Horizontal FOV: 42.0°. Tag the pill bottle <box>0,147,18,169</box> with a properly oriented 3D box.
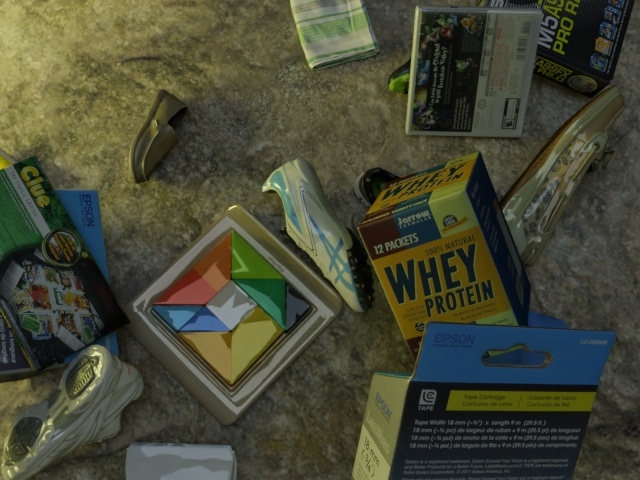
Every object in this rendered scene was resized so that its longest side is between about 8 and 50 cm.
[{"bbox_3d":[-0.448,-0.097,1.197,0.083,0.043,0.043,38,78,9],"label":"pill bottle"}]

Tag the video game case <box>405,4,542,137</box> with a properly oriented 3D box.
[{"bbox_3d":[0.214,-0.238,1.188,0.173,0.190,0.022,1,33,-1],"label":"video game case"}]

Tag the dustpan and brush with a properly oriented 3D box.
[{"bbox_3d":[-0.186,0.375,1.081,0.147,0.060,0.211,2,69,1],"label":"dustpan and brush"}]

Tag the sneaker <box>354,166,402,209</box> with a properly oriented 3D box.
[{"bbox_3d":[0.117,-0.042,1.175,0.170,0.075,0.063,44,79,9],"label":"sneaker"}]

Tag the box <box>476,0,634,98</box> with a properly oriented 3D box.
[{"bbox_3d":[0.357,-0.375,1.247,0.216,0.060,0.270,23,73,-6],"label":"box"}]

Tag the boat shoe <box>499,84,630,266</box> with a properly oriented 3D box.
[{"bbox_3d":[0.345,-0.094,1.186,0.089,0.104,0.285,40,89,4],"label":"boat shoe"}]

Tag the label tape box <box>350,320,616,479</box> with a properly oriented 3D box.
[{"bbox_3d":[0.178,0.231,0.983,0.240,0.106,0.334,5,108,-18],"label":"label tape box"}]

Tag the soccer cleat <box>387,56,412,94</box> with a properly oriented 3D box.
[{"bbox_3d":[0.170,-0.275,1.249,0.178,0.060,0.072,-27,68,-14],"label":"soccer cleat"}]

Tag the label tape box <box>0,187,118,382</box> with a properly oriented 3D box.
[{"bbox_3d":[-0.464,0.067,1.108,0.347,0.115,0.249,-4,74,-26],"label":"label tape box"}]

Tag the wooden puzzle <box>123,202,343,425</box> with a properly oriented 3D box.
[{"bbox_3d":[-0.123,0.096,1.152,0.221,0.044,0.239,43,79,9],"label":"wooden puzzle"}]

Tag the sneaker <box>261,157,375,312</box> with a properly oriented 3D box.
[{"bbox_3d":[0.000,0.000,1.168,0.086,0.085,0.237,-33,80,18],"label":"sneaker"}]

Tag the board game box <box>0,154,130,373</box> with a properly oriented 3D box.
[{"bbox_3d":[-0.370,0.027,1.083,0.136,0.030,0.260,-28,85,-26],"label":"board game box"}]

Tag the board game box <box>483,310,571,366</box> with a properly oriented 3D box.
[{"bbox_3d":[0.273,0.162,1.149,0.168,0.033,0.133,16,71,-2],"label":"board game box"}]

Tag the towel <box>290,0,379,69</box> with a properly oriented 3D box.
[{"bbox_3d":[0.017,-0.342,1.277,0.113,0.023,0.152,-15,76,-5],"label":"towel"}]

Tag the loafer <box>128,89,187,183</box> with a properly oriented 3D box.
[{"bbox_3d":[-0.234,-0.149,1.207,0.050,0.056,0.148,14,76,9],"label":"loafer"}]

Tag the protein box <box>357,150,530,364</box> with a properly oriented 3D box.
[{"bbox_3d":[0.164,0.022,1.045,0.135,0.200,0.201,-19,103,21],"label":"protein box"}]

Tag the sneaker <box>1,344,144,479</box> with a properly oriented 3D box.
[{"bbox_3d":[-0.317,0.244,1.090,0.232,0.115,0.090,-42,45,12],"label":"sneaker"}]
